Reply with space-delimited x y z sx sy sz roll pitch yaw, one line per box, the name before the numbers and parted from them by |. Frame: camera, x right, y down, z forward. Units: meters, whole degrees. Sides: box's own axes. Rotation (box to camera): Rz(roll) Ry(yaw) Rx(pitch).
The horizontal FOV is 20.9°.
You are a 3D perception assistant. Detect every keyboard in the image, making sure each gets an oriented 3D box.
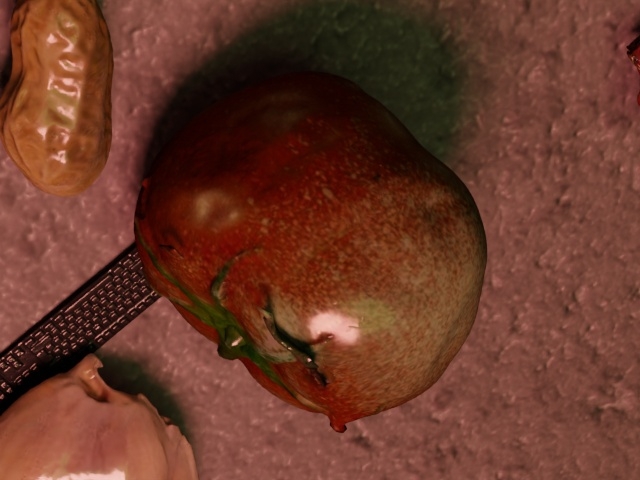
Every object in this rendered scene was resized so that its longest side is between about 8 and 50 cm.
keyboard | -0.223 0.086 1.538 0.204 0.013 0.061 -40 128 -1

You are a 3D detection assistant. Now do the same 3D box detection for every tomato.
tomato | 0.000 0.000 1.461 0.239 0.303 0.303 -48 130 -15

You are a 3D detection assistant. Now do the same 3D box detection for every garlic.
garlic | -0.214 0.223 1.560 0.217 0.110 0.228 -16 129 -14

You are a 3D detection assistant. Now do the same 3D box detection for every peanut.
peanut | -0.211 -0.123 1.376 0.093 0.083 0.194 -12 123 -23

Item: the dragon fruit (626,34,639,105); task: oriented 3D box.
dragon fruit | 0.364 -0.146 1.641 0.166 0.136 0.133 39 106 -19
